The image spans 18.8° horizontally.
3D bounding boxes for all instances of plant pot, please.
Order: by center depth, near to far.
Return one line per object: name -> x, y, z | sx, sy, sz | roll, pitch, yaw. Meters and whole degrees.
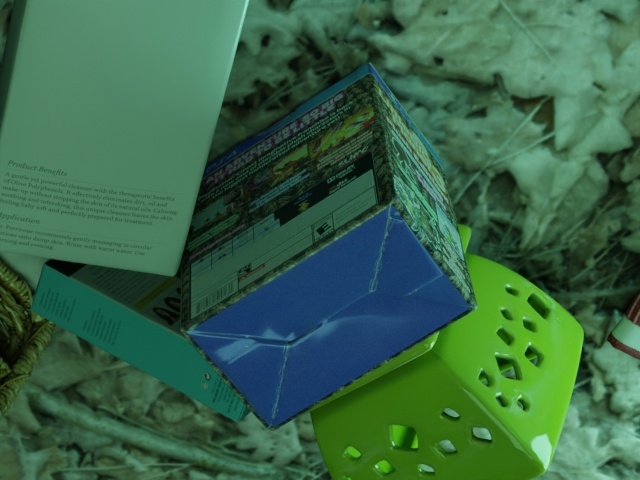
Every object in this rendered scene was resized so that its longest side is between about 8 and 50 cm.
plant pot -> 0.100, 0.128, 1.932 | 0.228, 0.227, 0.207 | -30, 113, 34

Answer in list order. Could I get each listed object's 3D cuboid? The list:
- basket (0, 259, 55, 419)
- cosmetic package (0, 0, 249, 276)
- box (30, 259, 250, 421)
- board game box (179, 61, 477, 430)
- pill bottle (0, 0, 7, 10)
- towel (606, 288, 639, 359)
basket -> -0.439, 0.092, 1.909 | 0.223, 0.213, 0.299 | -33, 116, 15
cosmetic package -> -0.186, -0.165, 1.749 | 0.197, 0.155, 0.365 | 10, 120, -15
box -> -0.158, 0.084, 1.931 | 0.244, 0.100, 0.060 | 27, 118, 13
board game box -> 0.000, 0.000, 1.838 | 0.232, 0.291, 0.141 | -32, 117, 14
pill bottle -> -0.383, -0.248, 1.760 | 0.187, 0.112, 0.112 | -3, 122, 26
towel -> 0.476, 0.026, 1.973 | 0.237, 0.037, 0.329 | 25, 115, -15
